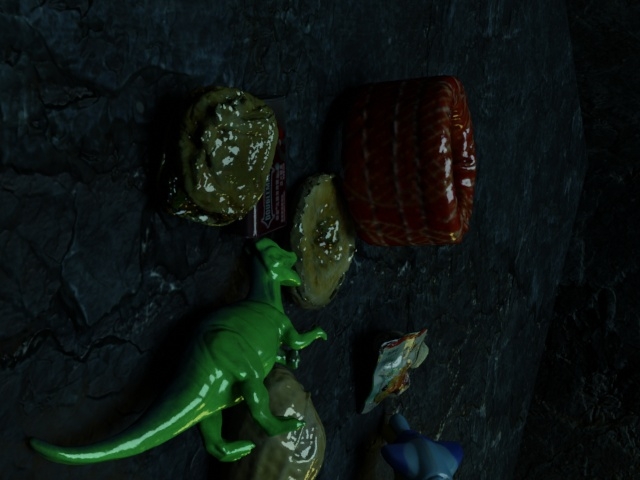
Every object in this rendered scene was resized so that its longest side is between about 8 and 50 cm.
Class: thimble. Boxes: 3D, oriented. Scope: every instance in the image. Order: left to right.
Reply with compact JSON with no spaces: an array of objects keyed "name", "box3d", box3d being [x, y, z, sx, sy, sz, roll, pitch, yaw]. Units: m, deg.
[{"name":"thimble","box3d":[0.187,-0.160,1.679,0.350,0.230,0.350,-1,90,-69]}]

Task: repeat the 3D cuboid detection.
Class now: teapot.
[{"name":"teapot","box3d":[0.181,0.273,1.990,0.107,0.077,0.200,-51,152,7]}]

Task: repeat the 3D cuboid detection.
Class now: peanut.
[{"name":"peanut","box3d":[-0.088,0.385,1.411,0.174,0.158,0.340,11,91,-35]}]

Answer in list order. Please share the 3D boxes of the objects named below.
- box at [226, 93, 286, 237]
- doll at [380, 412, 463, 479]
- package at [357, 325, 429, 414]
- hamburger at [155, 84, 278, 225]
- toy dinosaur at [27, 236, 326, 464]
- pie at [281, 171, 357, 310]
[{"name":"box","box3d":[-0.106,-0.124,1.350,0.120,0.069,0.224,-23,118,-59]},{"name":"doll","box3d":[0.220,0.596,1.919,0.187,0.376,0.365,8,78,-43]},{"name":"package","box3d":[0.169,0.306,1.898,0.166,0.040,0.232,-16,135,-40]},{"name":"hamburger","box3d":[-0.155,-0.126,1.210,0.183,0.130,0.206,6,105,-47]},{"name":"toy dinosaur","box3d":[-0.188,0.138,1.229,0.500,0.144,0.374,13,57,-42]},{"name":"pie","box3d":[0.000,0.000,1.592,0.274,0.055,0.274,-25,119,-59]}]
